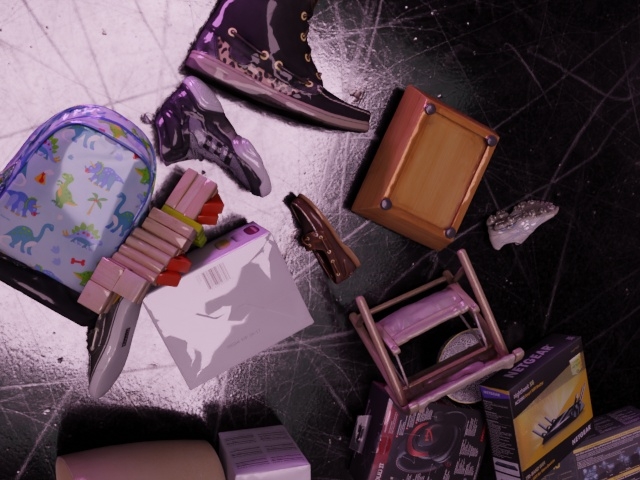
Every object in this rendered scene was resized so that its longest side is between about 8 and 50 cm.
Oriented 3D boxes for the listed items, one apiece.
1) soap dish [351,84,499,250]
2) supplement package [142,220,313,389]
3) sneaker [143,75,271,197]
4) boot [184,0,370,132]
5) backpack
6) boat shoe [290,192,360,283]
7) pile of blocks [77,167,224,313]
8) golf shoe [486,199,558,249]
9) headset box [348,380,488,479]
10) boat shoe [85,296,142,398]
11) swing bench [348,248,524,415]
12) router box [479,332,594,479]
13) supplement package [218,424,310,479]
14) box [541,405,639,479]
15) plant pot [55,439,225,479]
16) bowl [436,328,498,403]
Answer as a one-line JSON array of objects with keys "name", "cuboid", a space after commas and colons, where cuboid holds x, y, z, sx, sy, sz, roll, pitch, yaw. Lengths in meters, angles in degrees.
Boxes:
[{"name": "soap dish", "cuboid": [0.227, -0.146, 1.543, 0.229, 0.118, 0.290, 24, 91, -19]}, {"name": "supplement package", "cuboid": [-0.185, 0.116, 1.404, 0.262, 0.145, 0.204, -28, 107, -12]}, {"name": "sneaker", "cuboid": [-0.219, -0.167, 1.411, 0.153, 0.101, 0.268, -38, 101, -9]}, {"name": "boot", "cuboid": [-0.039, -0.383, 1.421, 0.377, 0.138, 0.284, 19, 92, -14]}, {"name": "backpack", "cuboid": [-0.432, -0.065, 1.296, 0.290, 0.273, 0.355, 34, 75, -13]}, {"name": "boat shoe", "cuboid": [0.000, 0.000, 1.515, 0.073, 0.073, 0.207, -41, 107, -10]}, {"name": "pile of blocks", "cuboid": [-0.271, 0.025, 1.310, 0.113, 0.149, 0.362, 29, 48, 7]}, {"name": "golf shoe", "cuboid": [0.455, -0.035, 1.671, 0.176, 0.069, 0.086, -17, 123, -12]}, {"name": "headset box", "cuboid": [0.207, 0.442, 1.624, 0.293, 0.110, 0.218, 13, 93, -19]}, {"name": "boat shoe", "cuboid": [-0.409, 0.194, 1.419, 0.070, 0.078, 0.219, 22, 95, 15]}, {"name": "swing bench", "cuboid": [0.229, 0.196, 1.511, 0.253, 0.165, 0.254, -23, 73, -10]}, {"name": "router box", "cuboid": [0.493, 0.378, 1.661, 0.309, 0.081, 0.242, -23, 105, -39]}, {"name": "supplement package", "cuboid": [-0.115, 0.505, 1.482, 0.149, 0.203, 0.194, -3, 99, -17]}, {"name": "box", "cuboid": [0.637, 0.612, 1.794, 0.395, 0.097, 0.318, -15, 104, -15]}, {"name": "plant pot", "cuboid": [-0.330, 0.487, 1.411, 0.274, 0.256, 0.256, -15, 102, -32]}, {"name": "bowl", "cuboid": [0.321, 0.270, 1.652, 0.170, 0.080, 0.170, -2, 98, -17]}]
